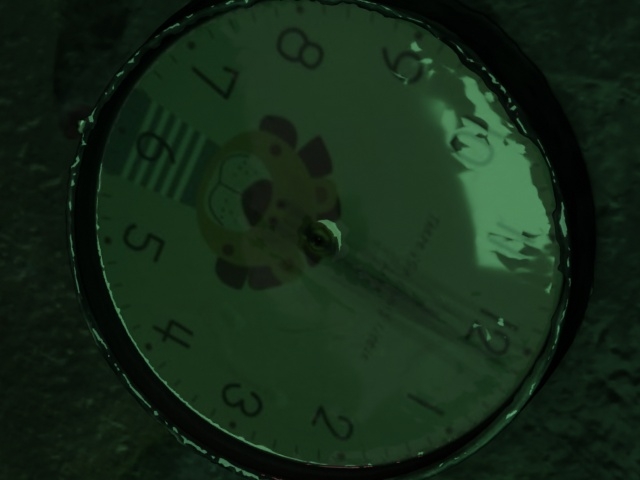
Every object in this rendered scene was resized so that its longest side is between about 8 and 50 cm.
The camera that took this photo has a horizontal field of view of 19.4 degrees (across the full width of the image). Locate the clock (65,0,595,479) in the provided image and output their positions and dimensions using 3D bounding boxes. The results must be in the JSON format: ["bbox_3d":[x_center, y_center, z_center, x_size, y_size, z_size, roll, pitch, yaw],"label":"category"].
[{"bbox_3d":[0.000,-0.001,1.069,0.312,0.061,0.313,5,108,16],"label":"clock"}]
